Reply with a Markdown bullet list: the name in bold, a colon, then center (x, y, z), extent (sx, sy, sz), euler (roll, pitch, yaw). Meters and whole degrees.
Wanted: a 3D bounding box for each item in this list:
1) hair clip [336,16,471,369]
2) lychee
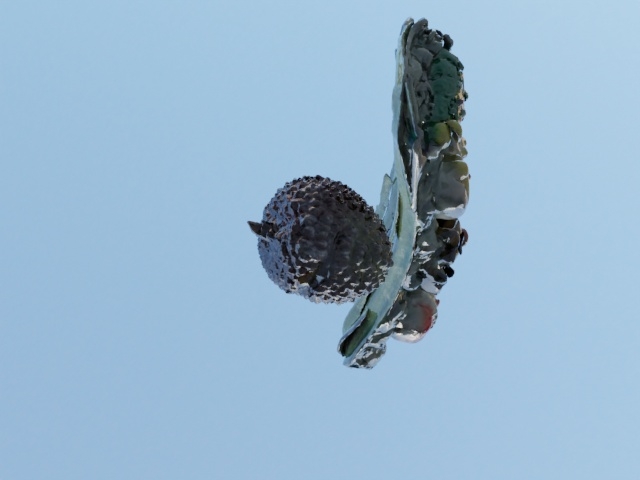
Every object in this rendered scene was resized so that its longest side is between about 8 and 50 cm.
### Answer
- **hair clip**: center (0.080, -0.022, 0.857), extent (0.091, 0.321, 0.138), euler (11, -132, 1)
- **lychee**: center (0.000, 0.000, 0.577), extent (0.083, 0.067, 0.068), euler (23, -168, -16)
